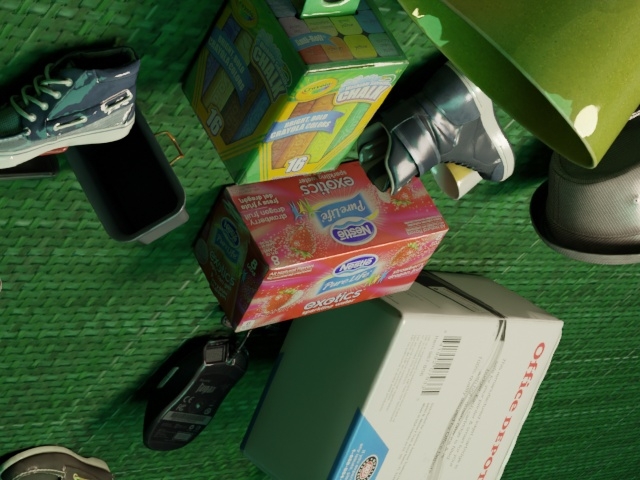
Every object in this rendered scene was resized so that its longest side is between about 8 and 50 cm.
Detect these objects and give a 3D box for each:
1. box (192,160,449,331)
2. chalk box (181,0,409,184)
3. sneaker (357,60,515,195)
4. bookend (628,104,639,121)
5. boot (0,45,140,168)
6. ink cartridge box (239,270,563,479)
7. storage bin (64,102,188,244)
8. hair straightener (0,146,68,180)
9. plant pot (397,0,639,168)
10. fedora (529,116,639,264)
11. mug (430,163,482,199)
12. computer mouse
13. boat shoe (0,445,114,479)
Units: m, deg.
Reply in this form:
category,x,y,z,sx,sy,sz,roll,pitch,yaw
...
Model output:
category,x,y,z,sx,sy,sz,roll,pitch,yaw
box,0.000,0.000,2.019,0.257,0.123,0.128,-12,149,-33
chalk box,-0.016,-0.173,1.661,0.132,0.132,0.213,-10,149,-37
sneaker,0.129,-0.100,1.993,0.163,0.086,0.226,-39,146,-4
bookend,0.397,-0.226,2.078,0.157,0.072,0.156,-26,155,-10
boot,-0.254,-0.127,1.591,0.190,0.069,0.086,-17,139,-31
ink cartridge box,0.117,0.195,2.351,0.395,0.166,0.285,6,111,-52
storage bin,-0.178,-0.064,1.712,0.098,0.135,0.091,-30,167,1
hair straightener,-0.349,-0.057,1.625,0.230,0.047,0.089,-15,151,-29
plant pot,0.259,-0.269,1.675,0.293,0.275,0.275,-47,155,-1
fedora,0.397,-0.083,2.232,0.275,0.244,0.124,-16,124,-9
mug,0.175,-0.094,2.109,0.064,0.062,0.078,-31,163,-16
computer mouse,-0.124,0.168,2.289,0.184,0.060,0.262,8,125,-47
boat shoe,-0.343,0.327,2.335,0.081,0.069,0.228,-37,154,16
